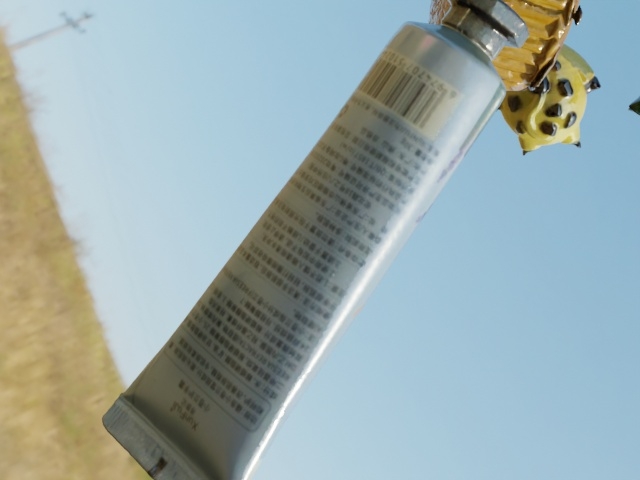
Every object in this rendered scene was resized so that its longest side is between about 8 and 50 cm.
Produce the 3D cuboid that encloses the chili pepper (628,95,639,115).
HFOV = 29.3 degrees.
[{"bbox_3d":[0.392,-0.165,1.198,0.098,0.224,0.061,30,-32,35],"label":"chili pepper"}]

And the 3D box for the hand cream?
[{"bbox_3d":[0.000,0.000,0.571,0.091,0.271,0.058,36,1,34],"label":"hand cream"}]

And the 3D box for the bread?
[{"bbox_3d":[0.152,-0.221,1.027,0.199,0.104,0.199,-166,-90,-83],"label":"bread"}]

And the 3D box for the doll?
[{"bbox_3d":[0.206,-0.227,1.217,0.086,0.117,0.291,-81,159,-72],"label":"doll"}]
